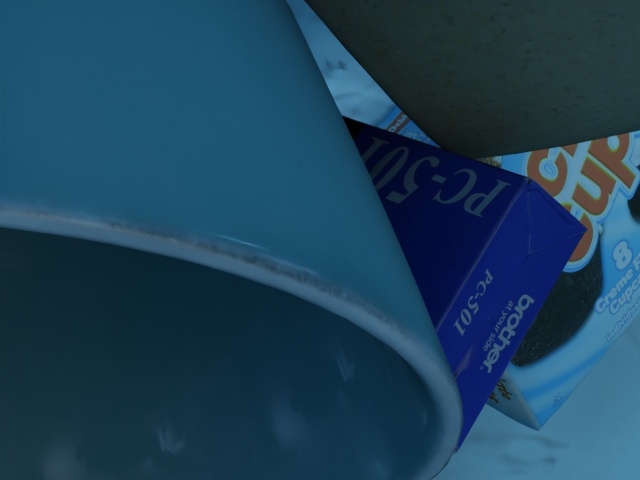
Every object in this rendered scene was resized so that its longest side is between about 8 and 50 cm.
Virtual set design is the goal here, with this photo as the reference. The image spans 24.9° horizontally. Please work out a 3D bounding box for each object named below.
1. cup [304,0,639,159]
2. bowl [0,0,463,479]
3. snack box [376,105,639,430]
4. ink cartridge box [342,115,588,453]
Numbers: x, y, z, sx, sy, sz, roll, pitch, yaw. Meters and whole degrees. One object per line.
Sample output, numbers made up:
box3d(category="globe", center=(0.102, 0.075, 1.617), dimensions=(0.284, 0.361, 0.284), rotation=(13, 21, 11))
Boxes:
box3d(category="cup", center=(0.092, -0.170, 0.565), dimensions=(0.237, 0.331, 0.331), rotation=(-39, 130, 10))
box3d(category="bowl", center=(-0.116, -0.008, 0.459), dimensions=(0.311, 0.311, 0.163), rotation=(23, 54, -41))
box3d(category="snack box", center=(0.166, -0.075, 0.789), dimensions=(0.322, 0.060, 0.187), rotation=(-47, 128, -15))
box3d(category="ink cartridge box", center=(0.000, 0.000, 0.589), dimensions=(0.046, 0.207, 0.097), rotation=(37, 82, -40))
